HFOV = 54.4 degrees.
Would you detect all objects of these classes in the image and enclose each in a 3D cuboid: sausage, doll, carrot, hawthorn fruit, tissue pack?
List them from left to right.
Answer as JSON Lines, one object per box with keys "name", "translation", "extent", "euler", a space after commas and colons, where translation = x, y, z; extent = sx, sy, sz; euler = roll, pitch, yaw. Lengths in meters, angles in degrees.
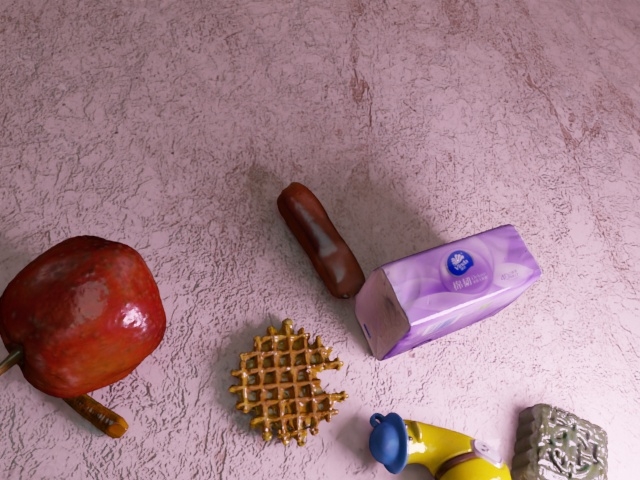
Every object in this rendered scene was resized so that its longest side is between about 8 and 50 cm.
{"name": "hawthorn fruit", "translation": [-0.439, 0.151, 1.093], "extent": [0.287, 0.287, 0.330], "euler": [46, 56, 10]}
{"name": "carrot", "translation": [-0.433, 0.309, 1.161], "extent": [0.171, 0.042, 0.042], "euler": [35, 61, 7]}
{"name": "sausage", "translation": [0.000, 0.000, 1.400], "extent": [0.089, 0.083, 0.300], "euler": [-23, 74, -30]}
{"name": "tissue pack", "translation": [0.263, 0.106, 1.322], "extent": [0.338, 0.242, 0.160], "euler": [-18, 69, -22]}
{"name": "doll", "translation": [0.256, 0.445, 1.224], "extent": [0.363, 0.145, 0.199], "euler": [30, 29, 11]}

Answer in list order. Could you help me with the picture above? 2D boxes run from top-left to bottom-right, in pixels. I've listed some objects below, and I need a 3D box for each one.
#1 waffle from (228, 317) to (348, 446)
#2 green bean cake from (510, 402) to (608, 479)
{"name": "waffle", "translation": [-0.064, 0.287, 1.258], "extent": [0.229, 0.051, 0.231], "euler": [42, 63, 8]}
{"name": "green bean cake", "translation": [0.504, 0.451, 1.301], "extent": [0.183, 0.094, 0.185], "euler": [22, 56, -2]}
